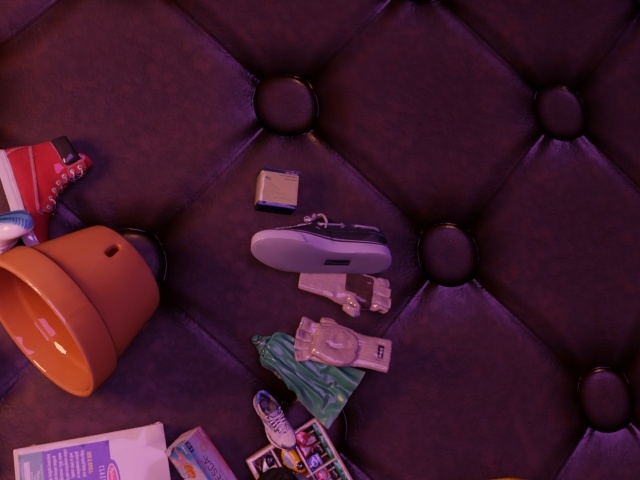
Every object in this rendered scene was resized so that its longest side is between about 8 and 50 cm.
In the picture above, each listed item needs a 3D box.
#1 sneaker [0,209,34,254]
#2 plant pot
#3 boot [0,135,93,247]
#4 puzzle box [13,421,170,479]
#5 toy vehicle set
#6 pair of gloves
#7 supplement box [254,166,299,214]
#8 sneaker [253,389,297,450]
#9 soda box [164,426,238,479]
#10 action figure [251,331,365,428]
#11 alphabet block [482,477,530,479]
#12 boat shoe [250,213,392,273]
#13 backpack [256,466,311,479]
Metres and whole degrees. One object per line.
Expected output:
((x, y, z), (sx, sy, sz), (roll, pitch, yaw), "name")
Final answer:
((-0.599, 0.008, 1.380), (0.087, 0.229, 0.092), (-40, 110, -58), "sneaker")
((-0.431, 0.107, 1.367), (0.291, 0.291, 0.203), (51, 54, 0), "plant pot")
((-0.517, -0.084, 1.476), (0.176, 0.088, 0.244), (-17, 79, -20), "boot")
((-0.396, 0.558, 1.376), (0.272, 0.052, 0.408), (-6, 79, -17), "puzzle box")
((-0.014, 0.510, 1.505), (0.166, 0.035, 0.266), (-29, 86, -20), "toy vehicle set")
((0.049, 0.158, 1.574), (0.204, 0.042, 0.240), (9, 54, -9), "pair of gloves")
((-0.094, -0.105, 1.614), (0.083, 0.056, 0.083), (7, 76, -14), "supplement box")
((-0.092, 0.352, 1.486), (0.052, 0.058, 0.135), (-30, 64, -21), "sneaker")
((-0.211, 0.447, 1.429), (0.183, 0.058, 0.063), (57, 34, -5), "soda box")
((-0.042, 0.260, 1.541), (0.232, 0.063, 0.137), (35, 72, 1), "action figure")
((0.359, 0.590, 1.514), (0.194, 0.192, 0.197), (1, 78, -18), "alphabet block")
((0.002, -0.003, 1.580), (0.307, 0.113, 0.104), (3, 53, -16), "boat shoe")
((-0.032, 0.509, 1.407), (0.182, 0.152, 0.115), (46, 79, -14), "backpack")
